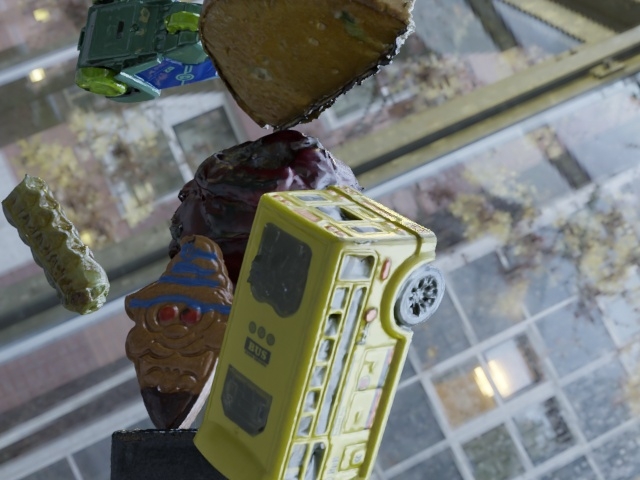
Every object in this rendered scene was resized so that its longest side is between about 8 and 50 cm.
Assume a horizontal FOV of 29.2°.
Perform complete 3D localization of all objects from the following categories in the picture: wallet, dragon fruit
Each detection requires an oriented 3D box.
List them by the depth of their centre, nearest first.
[{"bbox_3d":[-0.129,0.287,1.469,0.025,0.244,0.124,172,-81,-82],"label":"wallet"},{"bbox_3d":[-0.069,0.002,1.799,0.329,0.329,0.329,56,-19,30],"label":"dragon fruit"}]

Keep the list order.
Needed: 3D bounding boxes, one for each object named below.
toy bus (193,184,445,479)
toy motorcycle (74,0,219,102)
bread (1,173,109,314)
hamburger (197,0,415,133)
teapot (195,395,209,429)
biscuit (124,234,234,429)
[{"bbox_3d":[-0.013,0.124,1.105,0.144,0.152,0.330,30,-67,41],"label":"toy bus"},{"bbox_3d":[-0.281,-0.353,2.233,0.326,0.200,0.191,2,-103,38],"label":"toy motorcycle"},{"bbox_3d":[-0.435,0.013,2.033,0.269,0.098,0.087,52,17,27],"label":"bread"},{"bbox_3d":[-0.028,-0.365,1.762,0.287,0.268,0.445,35,-26,-18],"label":"hamburger"},{"bbox_3d":[-0.106,0.277,1.859,0.300,0.166,0.208,-41,-118,60],"label":"teapot"},{"bbox_3d":[-0.178,0.117,1.569,0.043,0.183,0.280,51,41,-52],"label":"biscuit"}]
